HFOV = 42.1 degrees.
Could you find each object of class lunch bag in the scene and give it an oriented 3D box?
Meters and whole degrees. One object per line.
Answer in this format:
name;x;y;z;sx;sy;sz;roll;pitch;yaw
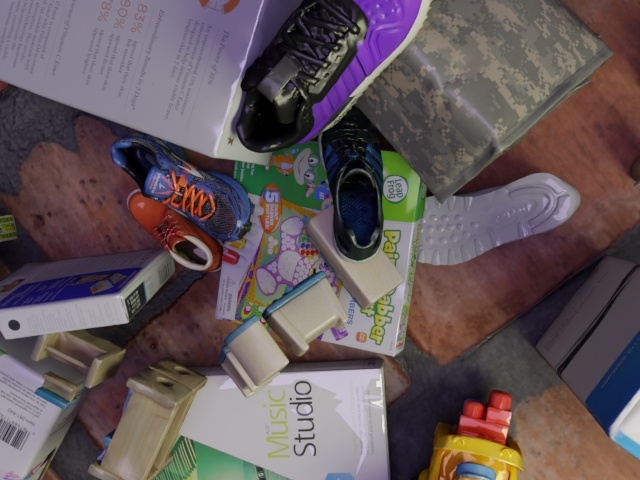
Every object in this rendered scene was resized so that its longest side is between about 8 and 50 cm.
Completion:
lunch bag;0.180;-0.225;0.968;0.287;0.169;0.235;-38;85;-29

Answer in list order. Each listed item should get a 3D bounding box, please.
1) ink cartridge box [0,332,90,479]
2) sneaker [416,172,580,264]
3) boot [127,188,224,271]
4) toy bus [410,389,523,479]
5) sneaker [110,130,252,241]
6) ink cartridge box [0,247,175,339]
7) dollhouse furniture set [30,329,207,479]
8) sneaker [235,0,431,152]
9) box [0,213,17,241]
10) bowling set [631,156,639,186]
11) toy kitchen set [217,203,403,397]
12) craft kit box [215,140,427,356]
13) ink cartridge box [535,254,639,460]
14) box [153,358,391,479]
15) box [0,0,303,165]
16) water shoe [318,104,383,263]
ink cartridge box;-0.462;0.254;1.119;0.201;0.117;0.278;30;97;3
sneaker;0.204;-0.024;1.038;0.235;0.095;0.090;-10;91;27
boot;-0.192;-0.015;1.082;0.158;0.084;0.059;35;100;4
toy bus;0.186;0.287;1.004;0.150;0.220;0.211;14;91;10
sneaker;-0.180;-0.065;1.046;0.221;0.087;0.083;33;112;21
ink cartridge box;-0.309;0.063;1.039;0.209;0.206;0.045;-6;105;7
dollhouse furniture set;-0.261;0.198;1.034;0.184;0.129;0.129;26;97;8
sneaker;-0.001;-0.182;0.821;0.102;0.146;0.293;46;137;9
box;-0.527;0.002;1.105;0.207;0.114;0.036;-10;94;8
bowling set;0.451;-0.198;0.956;0.287;0.154;0.199;-35;91;8
toy kitchen set;-0.034;0.075;1.009;0.207;0.166;0.122;-33;81;-19
craft kit box;0.000;0.000;1.051;0.247;0.061;0.249;9;96;16
ink cartridge box;0.415;0.169;0.875;0.286;0.395;0.166;35;96;2
box;-0.068;0.281;1.107;0.322;0.058;0.232;-4;95;8
box;-0.208;-0.245;0.991;0.346;0.168;0.214;21;97;15
water shoe;0.043;-0.077;0.940;0.073;0.080;0.203;-5;72;-8
